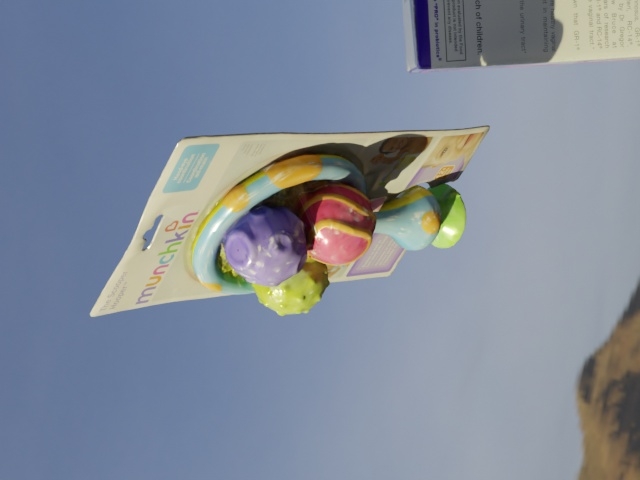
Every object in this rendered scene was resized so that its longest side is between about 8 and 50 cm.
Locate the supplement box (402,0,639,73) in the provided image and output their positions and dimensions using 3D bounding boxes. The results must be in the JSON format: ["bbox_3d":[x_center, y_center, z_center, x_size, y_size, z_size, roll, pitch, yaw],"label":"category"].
[{"bbox_3d":[0.173,-0.187,0.911,0.111,0.220,0.114,-83,-12,-84],"label":"supplement box"}]

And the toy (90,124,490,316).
[{"bbox_3d":[0.000,0.000,0.704,0.237,0.056,0.137,-10,-38,-44],"label":"toy"}]
